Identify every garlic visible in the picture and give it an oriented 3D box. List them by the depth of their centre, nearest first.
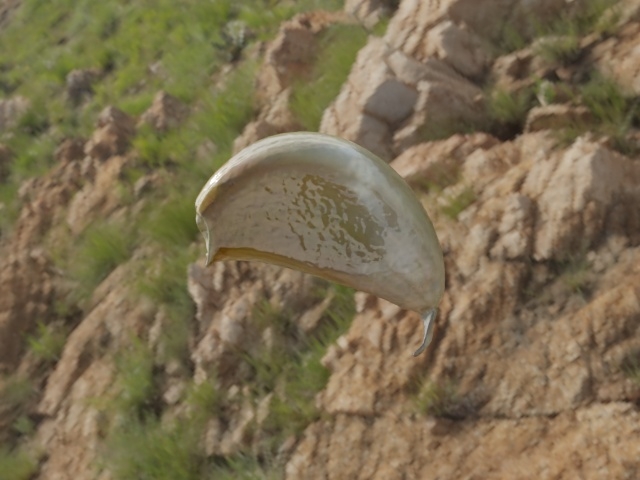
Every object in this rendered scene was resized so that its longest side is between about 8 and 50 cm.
[{"bbox_3d":[0.010,-0.010,0.937,0.145,0.245,0.164,108,-176,-68],"label":"garlic"}]
